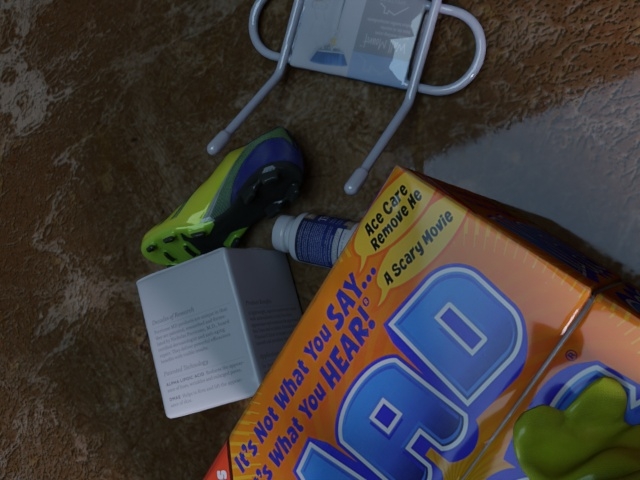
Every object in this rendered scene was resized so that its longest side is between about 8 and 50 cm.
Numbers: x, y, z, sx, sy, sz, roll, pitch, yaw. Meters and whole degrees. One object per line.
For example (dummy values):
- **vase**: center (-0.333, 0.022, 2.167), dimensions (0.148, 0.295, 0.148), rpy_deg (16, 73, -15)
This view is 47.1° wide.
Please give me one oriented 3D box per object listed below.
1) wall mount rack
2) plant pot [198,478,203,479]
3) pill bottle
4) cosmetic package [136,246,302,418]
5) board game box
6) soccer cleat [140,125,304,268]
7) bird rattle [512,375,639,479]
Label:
- **wall mount rack**: center (0.013, -0.224, 0.923), dimensions (0.349, 0.130, 0.304), rpy_deg (18, 96, 27)
- **plant pot**: center (-0.122, 0.373, 0.878), dimensions (0.215, 0.230, 0.216), rpy_deg (-16, 64, 36)
- **pill bottle**: center (0.000, 0.000, 0.955), dimensions (0.120, 0.067, 0.067), rpy_deg (12, 93, 26)
- **cosmetic package**: center (-0.120, 0.117, 0.964), dimensions (0.151, 0.151, 0.184), rpy_deg (-21, 78, 25)
- **board game box**: center (0.176, 0.187, 0.699), dimensions (0.356, 0.356, 0.357), rpy_deg (36, 103, 22)
- **soccer cleat**: center (-0.138, -0.055, 1.031), dimensions (0.289, 0.093, 0.121), rpy_deg (-31, 45, 27)
- **bird rattle**: center (0.167, 0.227, 0.441), dimensions (0.206, 0.143, 0.254), rpy_deg (27, 104, 6)
